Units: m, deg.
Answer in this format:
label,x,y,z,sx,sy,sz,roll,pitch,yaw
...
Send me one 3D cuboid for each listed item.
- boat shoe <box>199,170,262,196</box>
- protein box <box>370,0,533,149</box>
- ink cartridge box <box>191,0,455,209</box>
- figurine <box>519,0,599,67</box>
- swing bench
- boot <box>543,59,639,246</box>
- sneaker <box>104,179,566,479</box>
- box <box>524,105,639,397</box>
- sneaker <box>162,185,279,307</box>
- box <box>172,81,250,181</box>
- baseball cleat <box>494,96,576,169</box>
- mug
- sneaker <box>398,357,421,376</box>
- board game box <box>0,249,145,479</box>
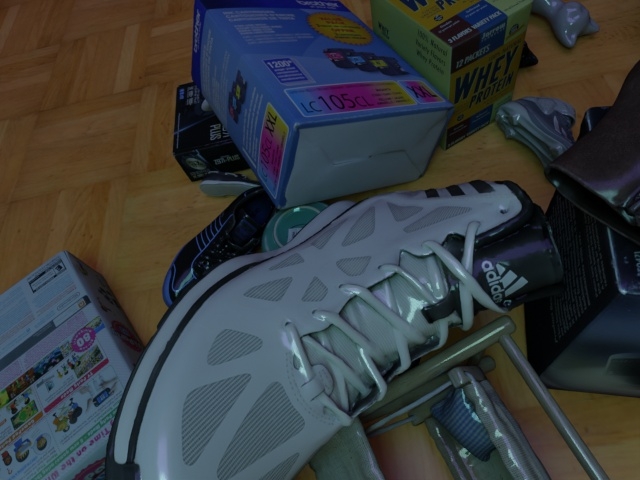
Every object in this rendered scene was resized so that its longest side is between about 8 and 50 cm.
label,x,y,z,sx,sy,sz,roll,pitch,yaw
boat shoe,-0.143,-0.096,0.770,0.125,0.046,0.038,4,58,18
protein box,0.194,-0.298,0.719,0.136,0.201,0.199,-31,58,-6
ink cartridge box,-0.030,-0.252,0.711,0.270,0.151,0.395,-15,53,-30
figurine,0.359,-0.401,0.820,0.215,0.092,0.209,-27,66,-5
swing bench,0.129,0.254,0.432,0.255,0.165,0.253,-26,58,-2
boot,0.308,-0.046,0.285,0.207,0.090,0.248,-47,63,-1
sneaker,0.053,0.047,0.384,0.258,0.169,0.447,-17,18,37
box,0.376,0.039,0.425,0.296,0.294,0.182,2,62,14
sneaker,-0.142,0.006,0.669,0.081,0.090,0.232,41,69,-17
box,-0.181,-0.212,0.826,0.147,0.077,0.180,-11,58,6
baseball cleat,0.359,-0.153,0.675,0.109,0.072,0.206,-26,61,-11
mug,-0.009,-0.002,0.651,0.129,0.097,0.158,38,74,28
sneaker,0.105,0.092,0.602,0.089,0.051,0.170,16,60,21
board game box,-0.364,0.191,0.621,0.224,0.097,0.303,-40,58,-10
